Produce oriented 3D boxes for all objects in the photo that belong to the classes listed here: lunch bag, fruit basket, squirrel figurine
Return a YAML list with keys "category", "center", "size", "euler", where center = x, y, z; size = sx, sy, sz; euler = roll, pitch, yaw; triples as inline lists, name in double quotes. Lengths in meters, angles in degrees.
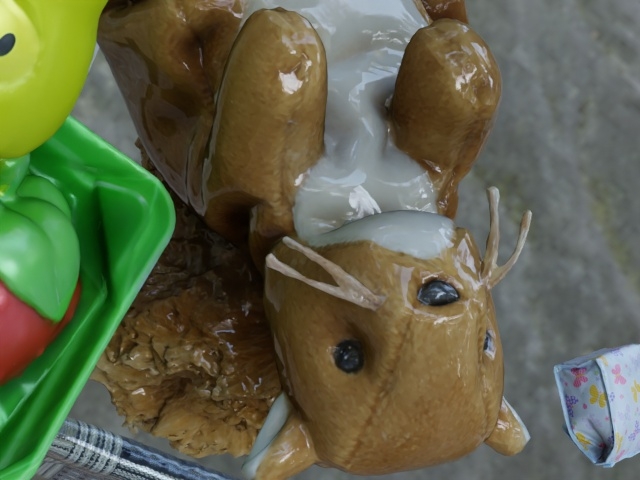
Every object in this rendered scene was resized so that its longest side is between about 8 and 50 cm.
- category: "lunch bag"
  center: [0.218, 0.126, 1.343]
  size: [0.071, 0.053, 0.083]
  euler: [-13, 88, -49]
- category: "fruit basket"
  center: [-0.252, -0.062, 1.003]
  size: [0.392, 0.392, 0.283]
  euler: [36, 53, -12]
- category: "squirrel figurine"
  center: [0.000, 0.000, 1.159]
  size: [0.281, 0.397, 0.370]
  euler: [-6, 62, -26]

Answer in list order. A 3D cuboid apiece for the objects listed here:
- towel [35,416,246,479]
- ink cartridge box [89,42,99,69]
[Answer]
- category: "towel"
  center: [-0.160, 0.215, 1.545]
  size: [0.312, 0.056, 0.324]
  euler: [23, -13, -18]
- category: "ink cartridge box"
  center: [-0.235, -0.198, 1.420]
  size: [0.135, 0.099, 0.056]
  euler: [27, 8, 18]
